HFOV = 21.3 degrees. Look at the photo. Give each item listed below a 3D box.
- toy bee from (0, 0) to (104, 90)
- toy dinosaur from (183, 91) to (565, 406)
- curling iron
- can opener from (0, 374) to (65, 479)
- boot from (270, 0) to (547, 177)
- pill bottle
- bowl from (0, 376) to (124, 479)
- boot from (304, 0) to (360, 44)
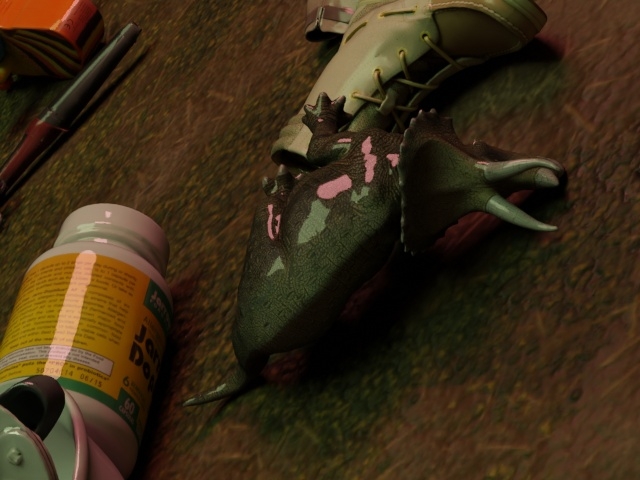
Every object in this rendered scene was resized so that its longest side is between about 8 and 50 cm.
[{"bbox_3d":[-0.340,-0.230,1.865,0.195,0.162,0.298,-45,52,-9],"label":"toy bee"},{"bbox_3d":[0.000,0.000,1.100,0.313,0.121,0.160,-37,17,13],"label":"toy dinosaur"},{"bbox_3d":[-0.267,-0.107,1.696,0.274,0.035,0.068,-49,32,1],"label":"curling iron"},{"bbox_3d":[-0.255,0.184,1.019,0.280,0.074,0.093,-36,-3,20],"label":"can opener"},{"bbox_3d":[0.056,-0.108,1.199,0.165,0.077,0.213,-57,26,-14],"label":"boot"},{"bbox_3d":[-0.172,0.076,1.249,0.117,0.117,0.208,-28,34,33],"label":"pill bottle"},{"bbox_3d":[-0.207,0.244,1.071,0.298,0.134,0.298,-34,32,24],"label":"bowl"},{"bbox_3d":[0.037,-0.200,1.385,0.118,0.042,0.087,-5,59,48],"label":"boot"}]
